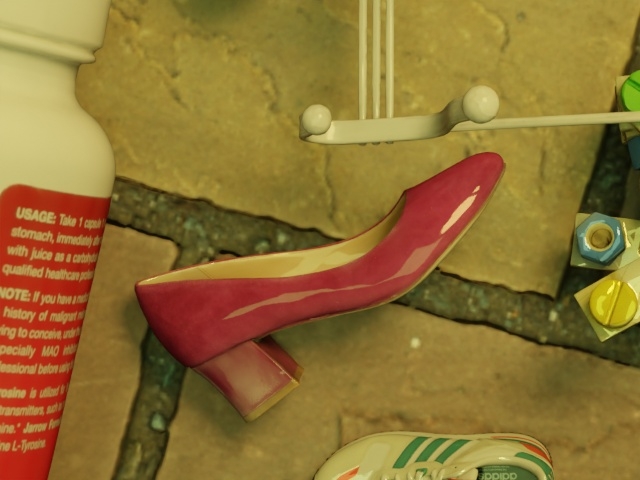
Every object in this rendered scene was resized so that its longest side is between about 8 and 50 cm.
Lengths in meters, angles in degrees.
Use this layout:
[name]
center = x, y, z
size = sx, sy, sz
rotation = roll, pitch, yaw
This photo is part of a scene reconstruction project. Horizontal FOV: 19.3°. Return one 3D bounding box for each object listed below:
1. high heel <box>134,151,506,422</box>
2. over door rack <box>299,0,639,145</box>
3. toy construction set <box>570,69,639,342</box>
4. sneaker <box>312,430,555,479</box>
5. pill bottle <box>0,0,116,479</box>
[high heel]
center = 0.000, 0.000, 1.209
size = 0.244, 0.082, 0.117
rotation = -41, 96, 12
[over door rack]
center = 0.143, -0.179, 1.091
size = 0.324, 0.108, 0.240
rotation = 0, 83, 12
[toy construction set]
center = 0.314, -0.051, 1.168
size = 0.327, 0.151, 0.215
rotation = -2, 81, -4
[sneaker]
center = 0.074, 0.155, 1.216
size = 0.161, 0.075, 0.057
rotation = -3, 93, 0
[pill bottle]
center = -0.253, 0.022, 1.131
size = 0.229, 0.229, 0.408
rotation = 14, 93, -1
